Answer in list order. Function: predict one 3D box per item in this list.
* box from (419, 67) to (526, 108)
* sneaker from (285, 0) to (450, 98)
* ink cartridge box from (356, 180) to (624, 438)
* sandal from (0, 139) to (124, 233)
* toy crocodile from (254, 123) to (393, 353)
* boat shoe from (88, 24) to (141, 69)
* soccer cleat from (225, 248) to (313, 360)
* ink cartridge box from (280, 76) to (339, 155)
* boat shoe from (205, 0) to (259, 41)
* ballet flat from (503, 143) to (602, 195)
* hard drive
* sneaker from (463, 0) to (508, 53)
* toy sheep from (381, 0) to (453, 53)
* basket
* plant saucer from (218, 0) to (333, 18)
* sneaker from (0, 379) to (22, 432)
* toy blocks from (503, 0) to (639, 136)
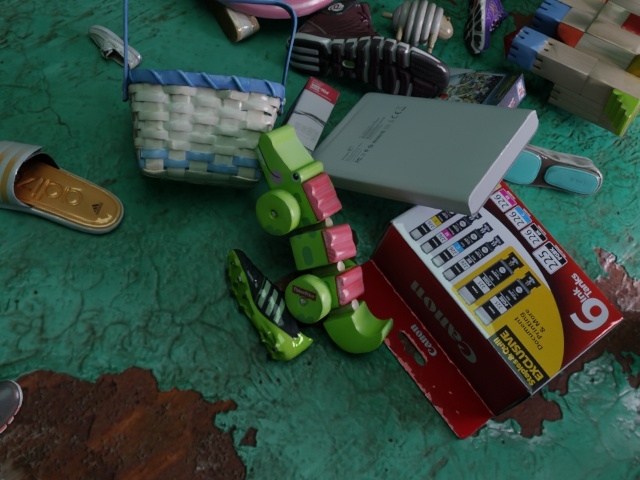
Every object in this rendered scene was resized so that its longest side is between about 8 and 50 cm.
[{"bbox_3d":[0.213,-0.198,1.357,0.159,0.044,0.233,16,53,37],"label":"box"},{"bbox_3d":[0.094,-0.345,1.405,0.281,0.106,0.162,15,54,8],"label":"sneaker"},{"bbox_3d":[0.228,0.085,1.209,0.272,0.130,0.309,-32,74,-25],"label":"ink cartridge box"},{"bbox_3d":[-0.409,-0.092,1.182,0.265,0.076,0.102,18,60,-4],"label":"sandal"},{"bbox_3d":[0.000,0.000,1.163,0.115,0.105,0.340,-25,97,-51],"label":"toy crocodile"},{"bbox_3d":[-0.341,-0.312,1.340,0.100,0.035,0.035,36,58,-1],"label":"boat shoe"},{"bbox_3d":[-0.076,0.088,1.182,0.072,0.060,0.179,-22,75,-33],"label":"soccer cleat"},{"bbox_3d":[-0.032,-0.173,1.293,0.056,0.099,0.135,29,55,-10],"label":"ink cartridge box"},{"bbox_3d":[-0.160,-0.420,1.428,0.059,0.063,0.170,-21,78,-26],"label":"boat shoe"},{"bbox_3d":[0.372,-0.128,1.402,0.213,0.072,0.068,14,33,-6],"label":"ballet flat"},{"bbox_3d":[0.145,-0.141,1.255,0.307,0.040,0.203,15,54,39],"label":"hard drive"},{"bbox_3d":[0.314,-0.414,1.531,0.071,0.068,0.170,20,59,-9],"label":"sneaker"},{"bbox_3d":[0.173,-0.387,1.473,0.132,0.091,0.091,15,60,1],"label":"toy sheep"},{"bbox_3d":[-0.174,-0.228,1.220,0.255,0.201,0.289,7,93,-11],"label":"basket"},{"bbox_3d":[-0.086,-0.543,1.408,0.332,0.084,0.332,4,71,-13],"label":"plant saucer"},{"bbox_3d":[-0.440,0.224,1.014,0.158,0.065,0.061,-37,76,-27],"label":"sneaker"},{"bbox_3d":[0.500,-0.365,1.503,0.261,0.191,0.381,31,60,17],"label":"toy blocks"}]
